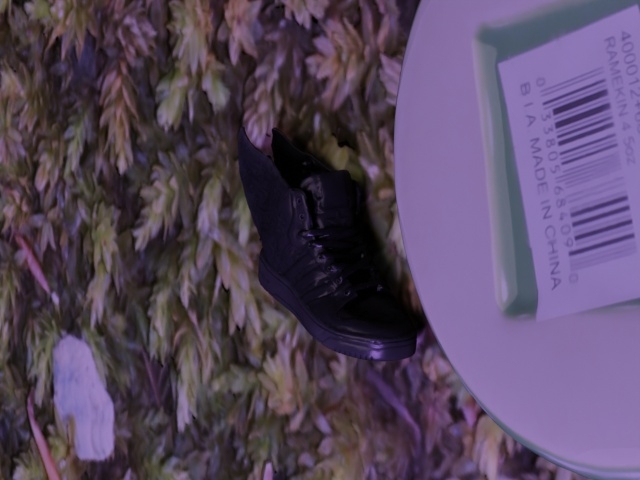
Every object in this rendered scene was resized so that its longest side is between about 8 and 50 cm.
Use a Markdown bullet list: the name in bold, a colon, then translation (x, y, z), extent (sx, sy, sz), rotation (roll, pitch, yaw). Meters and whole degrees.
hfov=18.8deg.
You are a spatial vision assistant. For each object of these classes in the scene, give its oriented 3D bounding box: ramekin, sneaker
- **ramekin**: translation (0.166, -0.036, 0.821), extent (0.303, 0.148, 0.303), rotation (6, 97, 53)
- **sneaker**: translation (0.002, 0.000, 1.126), extent (0.170, 0.051, 0.089), rotation (34, 124, 51)
